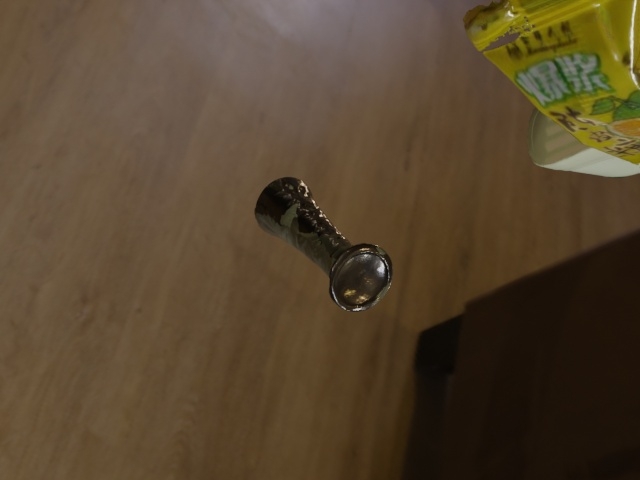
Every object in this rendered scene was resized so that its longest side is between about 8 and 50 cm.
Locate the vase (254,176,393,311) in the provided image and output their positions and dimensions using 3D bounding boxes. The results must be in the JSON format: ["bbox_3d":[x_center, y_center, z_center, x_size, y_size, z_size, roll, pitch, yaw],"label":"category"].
[{"bbox_3d":[0.000,0.000,0.982,0.059,0.059,0.167,34,5,-34],"label":"vase"}]

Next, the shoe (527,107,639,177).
[{"bbox_3d":[0.400,-0.151,1.296,0.160,0.363,0.132,10,71,-27],"label":"shoe"}]

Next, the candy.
[{"bbox_3d":[0.271,-0.132,0.985,0.297,0.187,0.081,30,64,-28],"label":"candy"}]
